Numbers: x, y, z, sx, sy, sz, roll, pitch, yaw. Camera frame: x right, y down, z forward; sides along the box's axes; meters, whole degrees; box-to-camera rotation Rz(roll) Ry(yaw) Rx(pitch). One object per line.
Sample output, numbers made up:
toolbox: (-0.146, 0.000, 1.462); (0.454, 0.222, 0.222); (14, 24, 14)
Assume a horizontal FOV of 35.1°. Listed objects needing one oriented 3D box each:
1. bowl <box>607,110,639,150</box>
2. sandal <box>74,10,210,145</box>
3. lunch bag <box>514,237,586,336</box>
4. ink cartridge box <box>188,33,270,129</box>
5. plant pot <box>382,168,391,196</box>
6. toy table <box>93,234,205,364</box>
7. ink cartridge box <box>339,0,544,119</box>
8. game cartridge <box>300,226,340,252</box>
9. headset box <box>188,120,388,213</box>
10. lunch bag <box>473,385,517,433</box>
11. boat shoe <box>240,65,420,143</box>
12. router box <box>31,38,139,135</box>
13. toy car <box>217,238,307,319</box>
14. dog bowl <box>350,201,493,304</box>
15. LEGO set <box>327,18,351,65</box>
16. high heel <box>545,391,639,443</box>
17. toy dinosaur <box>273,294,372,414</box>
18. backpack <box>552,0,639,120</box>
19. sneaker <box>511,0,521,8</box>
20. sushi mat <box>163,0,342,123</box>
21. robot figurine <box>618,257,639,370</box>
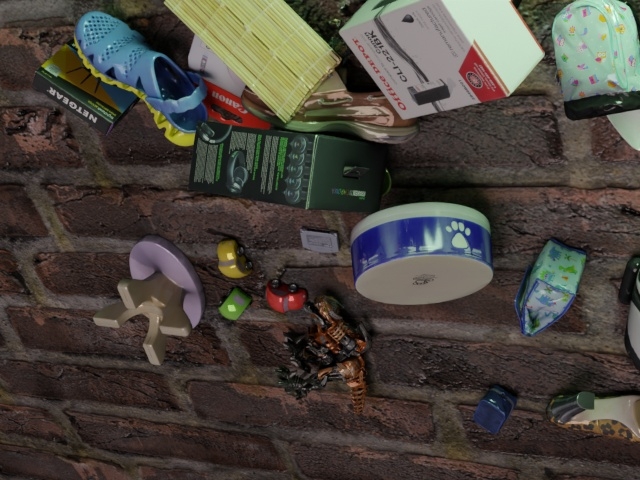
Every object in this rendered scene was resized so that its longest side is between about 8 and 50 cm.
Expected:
bowl: (0.534, -0.227, 1.625); (0.142, 0.053, 0.142); (-26, 114, 40)
sandal: (-0.322, -0.322, 1.903); (0.317, 0.126, 0.138); (38, 154, -7)
lunch bag: (0.426, 0.093, 1.908); (0.096, 0.128, 0.151); (24, 137, 8)
ink cartridge box: (-0.166, -0.294, 1.924); (0.189, 0.066, 0.232); (28, 131, 2)
plant pot: (0.081, -0.107, 1.953); (0.083, 0.083, 0.079); (40, 148, -10)
toy table: (-0.386, 0.144, 2.348); (0.252, 0.161, 0.274); (-6, 126, 31)
ink cartridge box: (0.186, -0.316, 1.614); (0.197, 0.114, 0.273); (51, 156, -20)
game cartridge: (0.000, 0.000, 2.125); (0.083, 0.017, 0.056); (8, 128, 21)
headset box: (-0.047, -0.129, 1.823); (0.283, 0.246, 0.131); (11, 95, 34)
lunch bag: (0.385, 0.365, 2.216); (0.067, 0.065, 0.098); (35, 139, 18)
boat shoe: (0.021, -0.258, 1.807); (0.325, 0.123, 0.116); (7, 116, 0)
router box: (-0.459, -0.305, 2.006); (0.179, 0.133, 0.046); (34, 136, -4)
toy car: (-0.172, 0.125, 2.295); (0.239, 0.053, 0.225); (37, 135, -6)
dog bowl: (0.189, 0.030, 1.900); (0.265, 0.104, 0.265); (-2, 156, -1)
LEGO set: (0.037, -0.354, 1.794); (0.054, 0.023, 0.083); (16, 121, 11)
high heel: (0.612, 0.379, 2.124); (0.261, 0.093, 0.186); (19, 158, -7)
toy dinosaur: (0.023, 0.270, 2.268); (0.218, 0.164, 0.321); (-15, 100, 17)
backpack: (0.430, -0.282, 1.550); (0.152, 0.115, 0.181); (-6, 95, 41)
sneaker: (0.259, -0.466, 1.534); (0.145, 0.090, 0.270); (24, 137, 15)
sushi mat: (-0.120, -0.366, 1.757); (0.316, 0.019, 0.151); (45, 106, 6)
robot figurine: (0.637, 0.139, 1.808); (0.209, 0.173, 0.278); (10, 133, 16)
